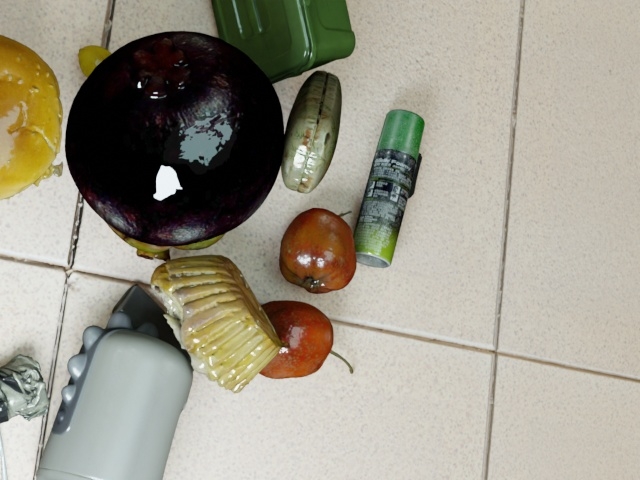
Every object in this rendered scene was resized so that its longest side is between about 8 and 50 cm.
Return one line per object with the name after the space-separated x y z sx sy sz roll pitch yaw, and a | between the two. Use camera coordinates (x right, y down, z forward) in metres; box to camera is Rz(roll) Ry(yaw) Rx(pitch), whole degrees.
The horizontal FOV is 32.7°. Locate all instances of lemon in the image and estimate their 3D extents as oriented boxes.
-0.401 -0.316 1.979 0.092 0.065 0.065 46 63 -13 | lemon

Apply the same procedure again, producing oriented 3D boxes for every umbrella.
-0.605 0.292 1.739 0.357 0.106 0.113 -26 54 -30 | umbrella

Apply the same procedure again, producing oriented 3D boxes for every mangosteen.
-0.241 -0.143 1.875 0.382 0.435 0.382 -1 52 2 | mangosteen

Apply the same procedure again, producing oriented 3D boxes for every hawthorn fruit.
-0.012 0.208 2.113 0.285 0.165 0.165 22 72 -36 | hawthorn fruit
0.000 0.000 2.152 0.162 0.162 0.203 29 53 -26 | hawthorn fruit

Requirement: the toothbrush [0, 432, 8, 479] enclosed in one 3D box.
-0.524 0.457 1.825 0.025 0.020 0.286 -10 88 -24 | toothbrush

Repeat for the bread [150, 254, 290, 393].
-0.184 0.133 1.934 0.149 0.274 0.274 -36 105 2 | bread

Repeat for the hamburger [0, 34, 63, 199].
-0.565 -0.196 1.754 0.314 0.170 0.290 8 76 -11 | hamburger

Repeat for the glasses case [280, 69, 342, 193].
-0.015 -0.210 2.033 0.098 0.425 0.156 18 110 -4 | glasses case

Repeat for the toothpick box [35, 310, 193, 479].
-0.345 0.284 1.848 0.229 0.229 0.316 25 69 -27 | toothpick box

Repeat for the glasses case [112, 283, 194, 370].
-0.295 0.170 1.995 0.190 0.042 0.072 48 55 -18 | glasses case

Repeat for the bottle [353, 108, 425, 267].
0.142 -0.111 2.279 0.093 0.093 0.330 24 72 -28 | bottle

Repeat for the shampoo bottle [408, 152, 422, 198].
0.187 -0.127 2.349 0.048 0.027 0.137 28 70 -24 | shampoo bottle

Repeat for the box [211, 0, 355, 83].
-0.075 -0.471 2.106 0.177 0.252 0.329 -15 93 -42 | box
